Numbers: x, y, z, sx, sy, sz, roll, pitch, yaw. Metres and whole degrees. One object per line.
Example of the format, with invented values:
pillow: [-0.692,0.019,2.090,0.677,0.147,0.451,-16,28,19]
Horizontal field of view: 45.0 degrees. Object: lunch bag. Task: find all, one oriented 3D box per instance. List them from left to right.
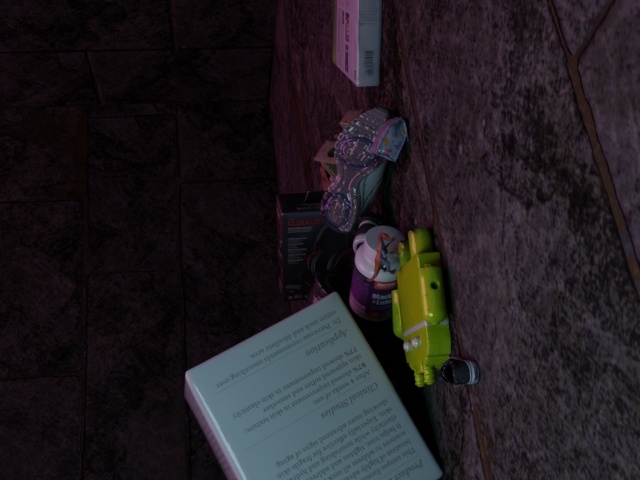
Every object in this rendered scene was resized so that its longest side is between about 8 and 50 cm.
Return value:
lunch bag: [0.139,-0.199,1.505,0.071,0.053,0.083,-133,65,-78]

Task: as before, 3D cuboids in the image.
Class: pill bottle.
pill bottle: [0.119,0.065,1.559,0.193,0.108,0.108,95,168,-46]

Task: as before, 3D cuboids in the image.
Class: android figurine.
android figurine: [0.177,0.122,1.377,0.248,0.056,0.272,123,145,-75]

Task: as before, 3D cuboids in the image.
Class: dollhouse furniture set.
dollhouse furniture set: [0.105,-0.186,1.799,0.101,0.160,0.182,16,155,44]

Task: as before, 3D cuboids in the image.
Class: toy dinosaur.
toy dinosaur: [0.114,0.027,1.412,0.082,0.090,0.047,60,173,-29]

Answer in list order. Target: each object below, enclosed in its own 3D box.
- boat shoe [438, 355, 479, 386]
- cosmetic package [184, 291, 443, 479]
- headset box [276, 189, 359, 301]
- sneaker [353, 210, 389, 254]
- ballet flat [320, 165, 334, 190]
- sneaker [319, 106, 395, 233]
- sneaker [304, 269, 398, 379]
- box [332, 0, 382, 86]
boat shoe: [0.210,0.208,1.226,0.142,0.040,0.049,126,140,-77]
cosmetic package: [-0.036,0.371,1.506,0.393,0.330,0.327,60,162,11]
headset box: [0.000,0.000,1.967,0.110,0.218,0.293,-109,18,-58]
sneaker: [0.123,0.024,1.691,0.216,0.079,0.121,80,-160,-49]
ballet flat: [0.039,-0.178,2.166,0.206,0.073,0.067,-112,34,-55]
sneaker: [0.090,-0.159,1.650,0.129,0.111,0.297,-33,-27,-51]
sneaker: [0.064,0.204,1.711,0.286,0.109,0.130,56,133,26]
box: [0.080,-0.502,1.792,0.322,0.059,0.232,-114,23,-65]
